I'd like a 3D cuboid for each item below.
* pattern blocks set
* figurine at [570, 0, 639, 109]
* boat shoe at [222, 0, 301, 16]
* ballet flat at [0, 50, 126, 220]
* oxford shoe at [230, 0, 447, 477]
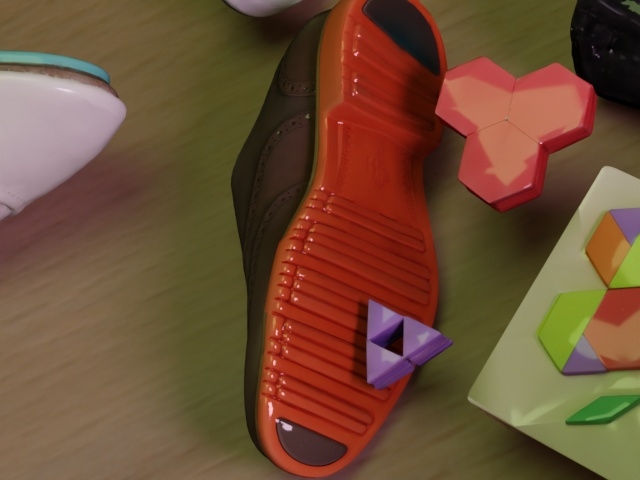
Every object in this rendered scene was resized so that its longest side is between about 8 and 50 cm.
[{"bbox_3d":[0.174,0.051,0.917,0.324,0.026,0.285,11,74,23],"label":"pattern blocks set"},{"bbox_3d":[0.273,-0.127,1.023,0.209,0.092,0.215,29,70,26],"label":"figurine"},{"bbox_3d":[-0.043,-0.229,1.219,0.084,0.095,0.258,-28,41,38],"label":"boat shoe"},{"bbox_3d":[-0.288,-0.034,1.152,0.400,0.139,0.139,2,56,27],"label":"ballet flat"},{"bbox_3d":[0.000,0.000,1.042,0.098,0.097,0.271,-20,48,47],"label":"oxford shoe"}]
